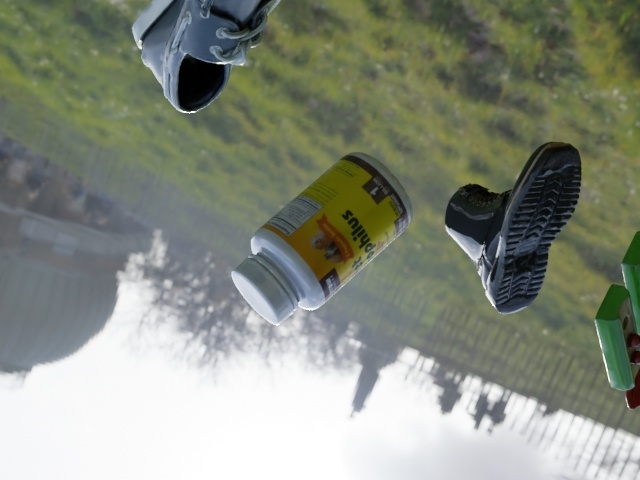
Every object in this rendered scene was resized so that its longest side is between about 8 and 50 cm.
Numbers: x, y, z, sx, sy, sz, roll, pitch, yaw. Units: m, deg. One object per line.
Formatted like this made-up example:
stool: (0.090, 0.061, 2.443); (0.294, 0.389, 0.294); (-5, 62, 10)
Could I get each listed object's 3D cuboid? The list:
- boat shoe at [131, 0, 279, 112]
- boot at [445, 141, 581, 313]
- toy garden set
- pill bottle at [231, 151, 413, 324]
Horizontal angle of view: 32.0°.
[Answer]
boat shoe: (-0.075, -0.198, 0.977); (0.116, 0.099, 0.319); (-17, 177, -29)
boot: (0.180, -0.042, 1.128); (0.076, 0.198, 0.137); (-5, -139, -27)
toy garden set: (0.356, 0.053, 1.113); (0.049, 0.244, 0.204); (12, 144, 34)
pill bottle: (0.000, 0.000, 1.326); (0.117, 0.215, 0.117); (43, 162, 18)
